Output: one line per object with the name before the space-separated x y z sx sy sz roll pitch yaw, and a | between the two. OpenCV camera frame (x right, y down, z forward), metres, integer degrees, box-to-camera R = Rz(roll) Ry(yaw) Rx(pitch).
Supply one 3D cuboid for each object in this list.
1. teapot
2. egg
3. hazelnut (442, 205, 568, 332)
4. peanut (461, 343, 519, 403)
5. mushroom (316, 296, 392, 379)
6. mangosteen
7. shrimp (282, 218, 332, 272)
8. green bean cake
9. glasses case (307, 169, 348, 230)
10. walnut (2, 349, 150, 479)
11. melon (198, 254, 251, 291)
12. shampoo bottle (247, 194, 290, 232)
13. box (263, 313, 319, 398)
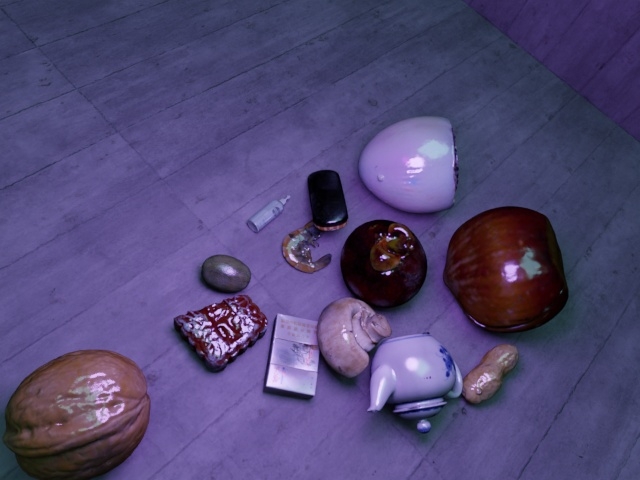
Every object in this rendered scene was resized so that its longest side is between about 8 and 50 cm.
teapot | 0.281 0.426 1.514 0.424 0.252 0.279 5 68 -40
egg | 0.308 -0.271 1.879 0.341 0.354 0.354 -3 60 5
hazelnut | 0.645 0.099 1.747 0.403 0.402 0.428 -2 67 -17
peanut | 0.559 0.432 1.669 0.263 0.117 0.101 -35 106 -32
mushroom | 0.089 0.267 1.542 0.189 0.195 0.253 43 36 -17
mangosteen | 0.201 0.073 1.668 0.298 0.293 0.296 -2 84 21
shrimp | 0.000 0.000 1.795 0.296 0.058 0.169 -37 86 -28
green bean cake | -0.288 0.259 1.533 0.233 0.097 0.198 -33 74 -28
glasses case | 0.023 -0.149 1.819 0.122 0.082 0.320 -6 41 -2
walnut | -0.588 0.426 1.247 0.333 0.332 0.332 7 60 -12
melon | -0.302 0.102 1.611 0.168 0.114 0.114 16 58 -5
shampoo bottle | -0.173 -0.105 1.799 0.056 0.056 0.195 41 59 9
box | -0.083 0.352 1.556 0.150 0.067 0.233 12 59 -8
